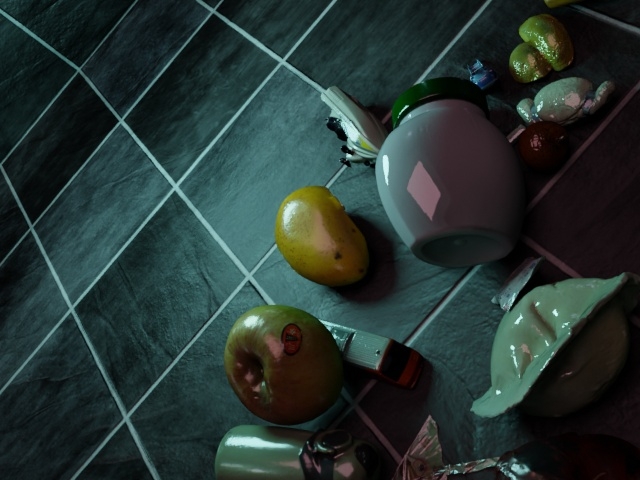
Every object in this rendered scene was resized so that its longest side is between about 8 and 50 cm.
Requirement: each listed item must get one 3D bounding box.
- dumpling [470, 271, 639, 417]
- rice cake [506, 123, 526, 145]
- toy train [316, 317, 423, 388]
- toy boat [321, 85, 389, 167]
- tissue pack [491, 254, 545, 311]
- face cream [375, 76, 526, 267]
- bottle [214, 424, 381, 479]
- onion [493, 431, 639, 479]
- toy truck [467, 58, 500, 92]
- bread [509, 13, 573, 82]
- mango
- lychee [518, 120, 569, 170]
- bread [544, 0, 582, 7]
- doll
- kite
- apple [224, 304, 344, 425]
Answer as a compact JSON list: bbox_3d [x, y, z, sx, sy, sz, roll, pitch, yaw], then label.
[{"bbox_3d":[0.426,0.190,1.312,0.270,0.211,0.321,-163,91,-79],"label":"dumpling"},{"bbox_3d":[0.408,-0.208,1.668,0.121,0.021,0.022,-45,52,11],"label":"rice cake"},{"bbox_3d":[0.033,0.228,1.657,0.409,0.089,0.086,10,67,41],"label":"toy train"},{"bbox_3d":[0.086,-0.269,1.873,0.140,0.140,0.270,-34,51,17],"label":"toy boat"},{"bbox_3d":[0.375,0.077,1.433,0.026,0.193,0.123,41,94,6],"label":"tissue pack"},{"bbox_3d":[0.267,-0.136,1.554,0.219,0.312,0.357,118,153,-57],"label":"face cream"},{"bbox_3d":[-0.039,0.460,1.525,0.346,0.168,0.169,-7,61,31],"label":"bottle"},{"bbox_3d":[0.401,0.409,1.192,0.280,0.281,0.221,-27,95,23],"label":"onion"},{"bbox_3d":[0.377,-0.386,1.772,0.063,0.074,0.136,-33,9,16],"label":"toy truck"},{"bbox_3d":[0.485,-0.447,1.720,0.149,0.065,0.188,-31,52,26],"label":"bread"},{"bbox_3d":[0.000,0.000,1.774,0.191,0.160,0.290,-42,57,1],"label":"mango"},{"bbox_3d":[0.462,-0.191,1.553,0.114,0.101,0.140,-12,28,-18],"label":"lychee"},{"bbox_3d":[0.619,-0.588,1.689,0.239,0.074,0.093,-9,76,35],"label":"bread"},{"bbox_3d":[0.515,-0.292,1.598,0.214,0.071,0.104,-8,59,38],"label":"doll"},{"bbox_3d":[0.235,0.438,1.434,0.250,0.012,0.229,-23,54,24],"label":"kite"},{"bbox_3d":[-0.075,0.257,1.565,0.260,0.194,0.261,8,102,41],"label":"apple"}]
